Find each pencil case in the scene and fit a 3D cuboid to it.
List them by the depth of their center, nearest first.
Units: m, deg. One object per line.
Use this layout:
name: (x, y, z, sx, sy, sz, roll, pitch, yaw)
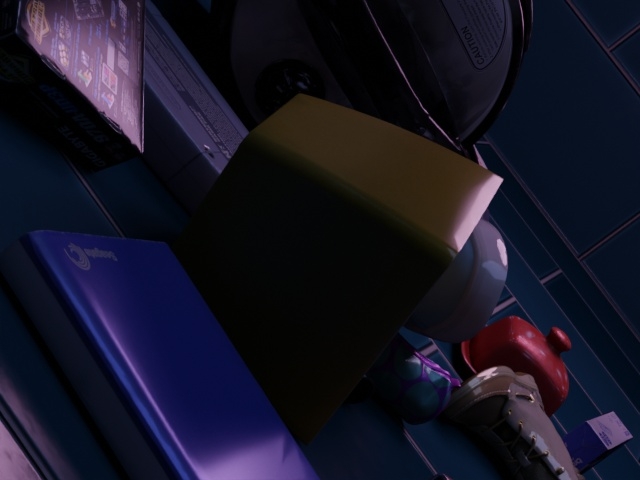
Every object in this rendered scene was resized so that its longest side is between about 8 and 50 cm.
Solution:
pencil case: (0.064, 0.110, 1.485, 0.151, 0.070, 0.064, 47, 15, -24)

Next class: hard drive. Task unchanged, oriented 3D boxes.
hard drive: (-0.077, 0.135, 1.037, 0.318, 0.040, 0.210, 56, 15, 14)

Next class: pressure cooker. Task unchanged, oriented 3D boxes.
pressure cooker: (0.052, -0.261, 1.782, 0.370, 0.375, 0.420, 17, 23, -9)

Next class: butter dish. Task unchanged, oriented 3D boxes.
butter dish: (0.258, 0.153, 1.897, 0.160, 0.118, 0.160, 51, 14, -8)

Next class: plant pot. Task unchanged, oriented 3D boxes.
plant pot: (0.000, 0.000, 1.260, 0.187, 0.212, 0.212, 37, 26, 2)

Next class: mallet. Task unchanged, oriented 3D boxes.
mallet: (-0.023, 0.077, 1.376, 0.190, 0.039, 0.062, 40, 19, -26)

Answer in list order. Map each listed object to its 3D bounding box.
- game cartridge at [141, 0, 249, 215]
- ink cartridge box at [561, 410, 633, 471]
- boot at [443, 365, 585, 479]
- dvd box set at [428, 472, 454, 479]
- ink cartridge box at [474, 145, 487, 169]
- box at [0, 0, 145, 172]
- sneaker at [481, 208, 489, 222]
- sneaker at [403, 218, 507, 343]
game cartridge: (-0.152, -0.140, 1.461, 0.297, 0.062, 0.198, 54, 18, 7)
ink cartridge box: (0.318, 0.259, 1.866, 0.046, 0.097, 0.207, 54, 14, 14)
boot: (0.218, 0.227, 1.682, 0.213, 0.077, 0.165, 14, 46, -60)
dvd box set: (0.243, 0.361, 1.182, 0.420, 0.062, 0.307, 39, 11, -50)
ink cartridge box: (0.123, -0.176, 2.290, 0.273, 0.114, 0.197, 44, 16, -33)
box: (-0.207, -0.192, 1.237, 0.175, 0.051, 0.220, 47, 33, -50)
sneaker: (0.153, -0.069, 2.147, 0.163, 0.086, 0.226, -3, 65, -60)
sneaker: (0.050, 0.003, 1.534, 0.150, 0.135, 0.366, 15, 7, -25)
